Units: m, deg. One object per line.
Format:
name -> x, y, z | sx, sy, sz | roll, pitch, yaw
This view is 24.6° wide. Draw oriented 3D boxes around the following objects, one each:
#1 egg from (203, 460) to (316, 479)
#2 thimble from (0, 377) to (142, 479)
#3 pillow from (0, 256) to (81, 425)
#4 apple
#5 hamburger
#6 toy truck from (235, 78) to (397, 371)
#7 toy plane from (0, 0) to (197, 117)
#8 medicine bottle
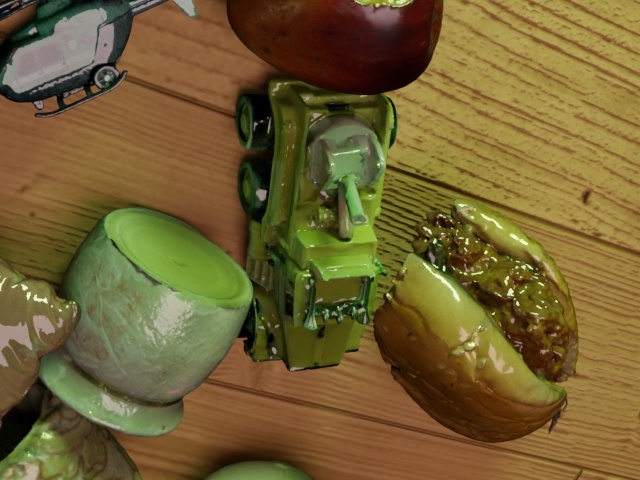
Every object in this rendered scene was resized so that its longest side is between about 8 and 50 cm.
egg -> -0.047, 0.318, 1.350 | 0.183, 0.217, 0.183 | -11, 127, -15
thimble -> -0.260, 0.209, 1.244 | 0.191, 0.137, 0.143 | -25, 130, 12
pillow -> -0.329, 0.083, 1.130 | 0.223, 0.084, 0.236 | 32, 100, 0
apple -> 0.013, -0.182, 1.104 | 0.158, 0.156, 0.147 | 7, 121, 6
hamburger -> 0.149, 0.082, 1.292 | 0.282, 0.245, 0.155 | 44, 78, -22
toy truck -> -0.001, 0.001, 1.221 | 0.128, 0.135, 0.259 | -4, 125, -20
toy plane -> -0.168, -0.164, 1.097 | 0.235, 0.060, 0.096 | -25, 114, -2
medicine bottle -> -0.146, 0.067, 1.192 | 0.147, 0.147, 0.143 | 18, 113, -31
